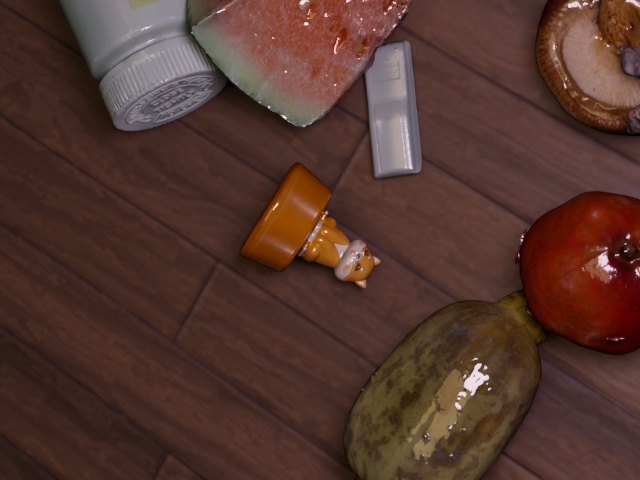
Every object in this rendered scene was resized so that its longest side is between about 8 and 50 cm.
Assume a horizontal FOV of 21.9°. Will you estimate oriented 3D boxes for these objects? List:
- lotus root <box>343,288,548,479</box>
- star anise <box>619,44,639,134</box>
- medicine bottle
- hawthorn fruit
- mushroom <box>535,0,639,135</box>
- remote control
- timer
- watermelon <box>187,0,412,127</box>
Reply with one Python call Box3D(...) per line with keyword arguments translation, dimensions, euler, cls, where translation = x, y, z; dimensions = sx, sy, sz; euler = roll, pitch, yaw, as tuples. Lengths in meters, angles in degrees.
Box3D(translation=(0.147, 0.177, 1.875), dimensions=(0.173, 0.173, 0.309), euler=(37, 94, 19), cls="lotus root")
Box3D(translation=(0.385, -0.167, 1.681), dimensions=(0.208, 0.063, 0.172), euler=(22, 118, 41), cls="star anise")
Box3D(translation=(-0.246, -0.309, 2.044), dimensions=(0.158, 0.158, 0.318), euler=(-30, 78, 18), cls="medicine bottle")
Box3D(translation=(0.310, 0.032, 1.778), dimensions=(0.185, 0.202, 0.185), euler=(1, 79, -5), cls="hawthorn fruit")
Box3D(translation=(0.354, -0.219, 1.820), dimensions=(0.231, 0.138, 0.194), euler=(-10, 101, 33), cls="mushroom")
Box3D(translation=(0.084, -0.157, 1.973), dimensions=(0.061, 0.029, 0.162), euler=(-8, 84, 20), cls="remote control")
Box3D(translation=(0.000, 0.000, 1.968), dimensions=(0.152, 0.132, 0.132), euler=(32, 100, -3), cls="timer")
Box3D(translation=(-0.005, -0.277, 1.953), dimensions=(0.256, 0.140, 0.193), euler=(-37, 118, 17), cls="watermelon")
